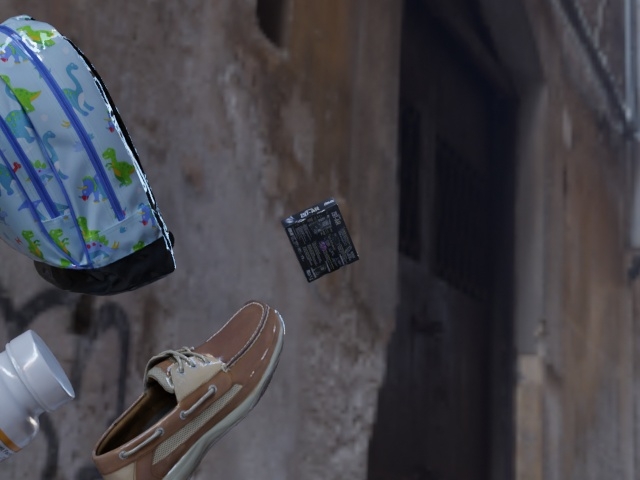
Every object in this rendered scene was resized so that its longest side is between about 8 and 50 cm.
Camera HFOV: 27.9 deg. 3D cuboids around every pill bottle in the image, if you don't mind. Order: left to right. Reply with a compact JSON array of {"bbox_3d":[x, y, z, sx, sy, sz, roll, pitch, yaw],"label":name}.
[{"bbox_3d":[-0.429,0.215,1.559,0.245,0.136,0.136,-33,-11,-6],"label":"pill bottle"}]

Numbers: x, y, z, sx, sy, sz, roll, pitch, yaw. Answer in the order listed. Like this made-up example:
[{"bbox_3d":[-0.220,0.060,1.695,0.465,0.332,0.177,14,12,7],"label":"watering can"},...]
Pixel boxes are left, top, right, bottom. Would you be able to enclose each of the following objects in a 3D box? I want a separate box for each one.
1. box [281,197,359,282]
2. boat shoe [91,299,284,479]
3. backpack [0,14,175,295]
[{"bbox_3d":[0.000,0.000,1.474,0.067,0.018,0.083,-26,-57,-3],"label":"box"},{"bbox_3d":[-0.166,0.194,1.653,0.123,0.324,0.116,3,-41,51],"label":"boat shoe"},{"bbox_3d":[-0.366,-0.116,1.701,0.273,0.355,0.290,-17,22,-27],"label":"backpack"}]
